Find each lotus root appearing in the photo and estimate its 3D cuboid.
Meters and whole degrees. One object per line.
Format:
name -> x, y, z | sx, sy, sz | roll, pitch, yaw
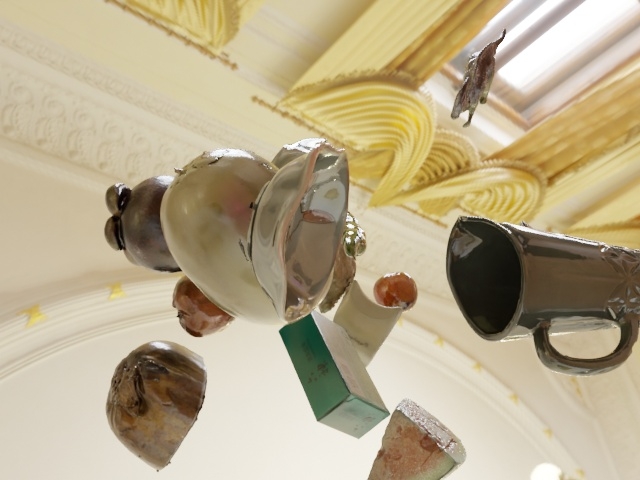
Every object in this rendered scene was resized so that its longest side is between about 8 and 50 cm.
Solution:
lotus root -> -0.375, 0.354, 1.441 | 0.192, 0.272, 0.272 | 35, -141, -25

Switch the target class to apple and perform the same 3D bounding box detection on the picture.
apple -> 0.236, 0.168, 2.013 | 0.146, 0.146, 0.146 | 29, -138, -30

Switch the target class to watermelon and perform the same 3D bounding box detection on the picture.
watermelon -> 0.206, 0.506, 1.581 | 0.201, 0.262, 0.213 | 63, -163, 10

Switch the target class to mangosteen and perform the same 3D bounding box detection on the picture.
mangosteen -> -0.315, -0.030, 1.272 | 0.210, 0.210, 0.210 | 29, -138, -30

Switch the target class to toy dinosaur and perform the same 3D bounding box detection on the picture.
toy dinosaur -> 0.389, -0.394, 1.609 | 0.077, 0.162, 0.294 | 16, -115, 11

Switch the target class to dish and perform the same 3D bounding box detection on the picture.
dish -> -0.037, -0.016, 0.780 | 0.081, 0.229, 0.229 | 14, -147, 17
dish -> -0.064, -0.131, 1.231 | 0.066, 0.190, 0.190 | 34, -143, 1

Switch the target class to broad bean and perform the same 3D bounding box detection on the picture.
broad bean -> 0.065, -0.009, 1.277 | 0.060, 0.043, 0.297 | 49, -171, -11

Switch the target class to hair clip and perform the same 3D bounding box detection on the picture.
hair clip -> 0.114, 0.272, 1.881 | 0.172, 0.282, 0.113 | 32, -132, 20

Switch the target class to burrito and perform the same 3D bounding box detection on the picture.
burrito -> 0.008, -0.001, 1.648 | 0.175, 0.107, 0.347 | -16, -93, -51

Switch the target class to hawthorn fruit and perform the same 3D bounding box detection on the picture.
hawthorn fruit -> -0.235, 0.140, 1.416 | 0.189, 0.149, 0.149 | 4, -123, -29

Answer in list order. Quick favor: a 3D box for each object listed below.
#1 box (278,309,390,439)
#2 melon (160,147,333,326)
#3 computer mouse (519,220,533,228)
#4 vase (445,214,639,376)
box -> 0.025, 0.269, 1.326 | 0.153, 0.092, 0.245 | 37, -164, -42
melon -> -0.110, -0.003, 1.007 | 0.317, 0.223, 0.223 | 51, -147, -26
computer mouse -> 0.425, 0.048, 1.243 | 0.102, 0.045, 0.199 | 38, -140, -37
vase -> 0.343, 0.070, 0.869 | 0.301, 0.156, 0.251 | 4, -133, -17
